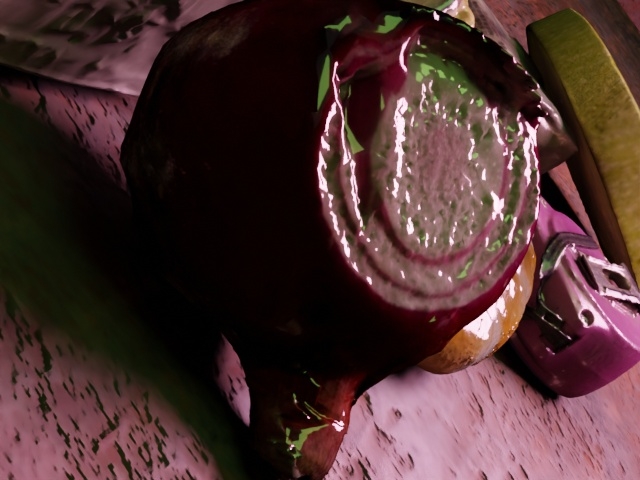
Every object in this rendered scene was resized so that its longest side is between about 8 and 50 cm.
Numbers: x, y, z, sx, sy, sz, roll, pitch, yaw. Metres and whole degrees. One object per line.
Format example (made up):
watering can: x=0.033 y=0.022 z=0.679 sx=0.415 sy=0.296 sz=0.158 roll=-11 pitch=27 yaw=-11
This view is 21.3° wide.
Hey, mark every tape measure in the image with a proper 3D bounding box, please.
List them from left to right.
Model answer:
tape measure: x=0.148 y=0.035 z=1.056 sx=0.125 sy=0.074 sz=0.118 roll=24 pitch=36 yaw=-54

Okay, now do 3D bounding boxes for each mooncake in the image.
mooncake: x=0.121 y=-0.115 z=1.255 sx=0.130 sy=0.073 sz=0.125 roll=47 pitch=17 yaw=-34

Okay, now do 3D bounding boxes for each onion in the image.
onion: x=-0.009 y=-0.002 z=0.687 sx=0.173 sy=0.198 sz=0.135 roll=21 pitch=-6 yaw=-34

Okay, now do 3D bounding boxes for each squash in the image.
squash: x=0.224 y=-0.059 z=1.328 sx=0.252 sy=0.049 sz=0.252 roll=-22 pitch=90 yaw=-86

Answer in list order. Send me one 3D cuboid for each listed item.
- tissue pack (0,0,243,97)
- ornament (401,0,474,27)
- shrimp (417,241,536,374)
tissue pack: x=-0.131 y=-0.255 z=0.688 sx=0.356 sy=0.194 sz=0.266 roll=60 pitch=18 yaw=15
ornament: x=0.050 y=-0.158 z=1.055 sx=0.059 sy=0.201 sz=0.180 roll=45 pitch=-23 yaw=-24
shrimp: x=0.020 y=-0.017 z=0.873 sx=0.287 sy=0.068 sz=0.185 roll=30 pitch=30 yaw=-35
